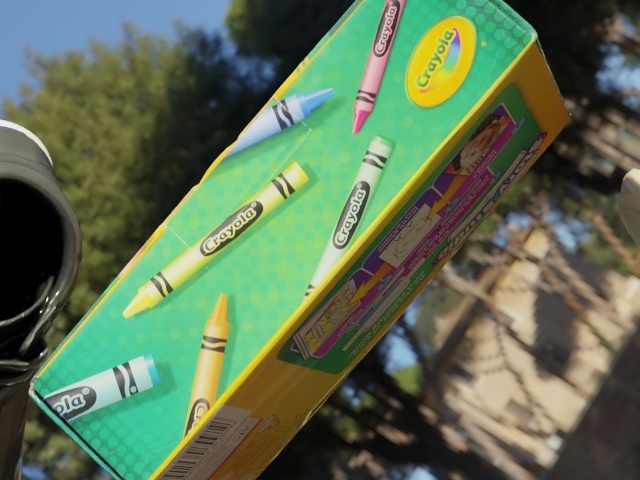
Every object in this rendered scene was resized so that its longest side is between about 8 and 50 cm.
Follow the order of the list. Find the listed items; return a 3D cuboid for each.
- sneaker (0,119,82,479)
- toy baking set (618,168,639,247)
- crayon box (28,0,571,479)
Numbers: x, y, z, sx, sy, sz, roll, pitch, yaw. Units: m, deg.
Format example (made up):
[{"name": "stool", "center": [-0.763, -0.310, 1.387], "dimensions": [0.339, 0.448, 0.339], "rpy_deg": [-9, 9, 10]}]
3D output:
[{"name": "sneaker", "center": [-0.197, 0.081, 0.854], "dimensions": [0.147, 0.105, 0.295], "rpy_deg": [-162, 83, -76]}, {"name": "toy baking set", "center": [0.153, 0.032, 0.293], "dimensions": [0.030, 0.197, 0.256], "rpy_deg": [-39, 8, -11]}, {"name": "crayon box", "center": [0.000, 0.000, 0.803], "dimensions": [0.278, 0.081, 0.165], "rpy_deg": [-49, -16, 3]}]
